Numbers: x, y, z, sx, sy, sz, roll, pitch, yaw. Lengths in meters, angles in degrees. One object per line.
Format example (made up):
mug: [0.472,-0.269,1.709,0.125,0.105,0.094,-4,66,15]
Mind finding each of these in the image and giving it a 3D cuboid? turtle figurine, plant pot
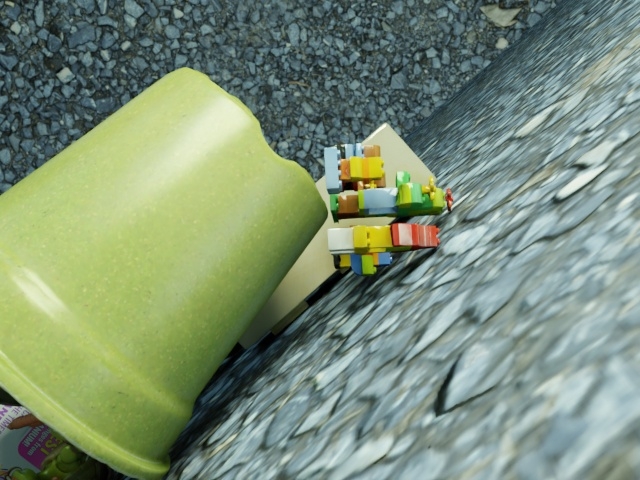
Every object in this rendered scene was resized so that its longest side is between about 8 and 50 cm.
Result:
turtle figurine: [-0.239,0.214,0.800,0.217,0.087,0.269,-31,-20,-45]
plant pot: [-0.141,0.006,0.632,0.254,0.276,0.276,-47,4,-8]

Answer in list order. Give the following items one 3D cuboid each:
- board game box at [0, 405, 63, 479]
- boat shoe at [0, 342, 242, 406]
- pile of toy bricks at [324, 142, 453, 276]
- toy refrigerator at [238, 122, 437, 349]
board game box: [-0.437,0.229,0.942,0.242,0.316,0.064,-43,-20,-22]
boat shoe: [-0.243,0.113,0.894,0.302,0.103,0.113,-7,-25,-36]
pile of toy bricks: [0.061,-0.030,0.651,0.105,0.118,0.212,-3,-6,3]
toy refrigerator: [0.000,0.000,0.848,0.269,0.094,0.102,-41,-3,0]
